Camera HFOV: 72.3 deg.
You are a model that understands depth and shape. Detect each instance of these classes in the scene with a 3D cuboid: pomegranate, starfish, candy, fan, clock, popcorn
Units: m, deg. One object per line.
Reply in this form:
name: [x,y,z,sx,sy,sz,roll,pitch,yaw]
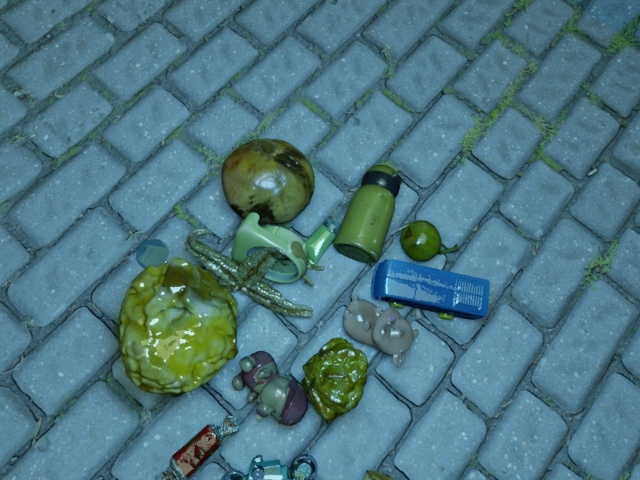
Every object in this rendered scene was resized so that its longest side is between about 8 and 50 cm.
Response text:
pomegranate: [-0.178,-0.201,1.502,0.321,0.322,0.323,1,74,-4]
starfish: [-0.224,0.105,1.431,0.431,0.324,0.083,14,41,9]
candy: [-0.381,0.652,1.358,0.292,0.059,0.086,-40,80,-15]
fan: [-0.563,0.063,1.537,0.175,0.005,0.113,29,73,5]
clock: [-0.140,0.050,1.468,0.307,0.235,0.096,26,52,-4]
popcorn: [-0.433,0.259,1.334,0.353,0.344,0.391,5,75,43]

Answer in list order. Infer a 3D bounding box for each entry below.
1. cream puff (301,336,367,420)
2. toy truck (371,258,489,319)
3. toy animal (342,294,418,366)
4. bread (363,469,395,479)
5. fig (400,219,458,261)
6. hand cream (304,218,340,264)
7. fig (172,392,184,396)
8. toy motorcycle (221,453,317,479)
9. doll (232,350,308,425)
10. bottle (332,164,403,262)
cream puff: [0.045,0.428,1.365,0.244,0.244,0.196,-40,82,-14]
toy truck: [0.373,0.166,1.505,0.384,0.162,0.161,13,75,-1]
toy animal: [0.191,0.292,1.459,0.250,0.154,0.167,25,62,21]
bread: [0.213,0.791,1.330,0.190,0.132,0.114,20,75,3]
fig: [0.375,0.006,1.578,0.148,0.186,0.142,-46,50,14]
hand cream: [0.000,0.000,1.583,0.095,0.046,0.175,39,81,6]
fig: [-0.452,0.460,1.402,0.073,0.074,0.088,20,97,1]
toy motorcycle: [-0.152,0.762,1.332,0.295,0.109,0.199,-3,84,-8]
doll: [-0.152,0.467,1.366,0.255,0.196,0.152,39,74,13]
bottle: [0.182,-0.106,1.567,0.171,0.171,0.352,22,71,2]
